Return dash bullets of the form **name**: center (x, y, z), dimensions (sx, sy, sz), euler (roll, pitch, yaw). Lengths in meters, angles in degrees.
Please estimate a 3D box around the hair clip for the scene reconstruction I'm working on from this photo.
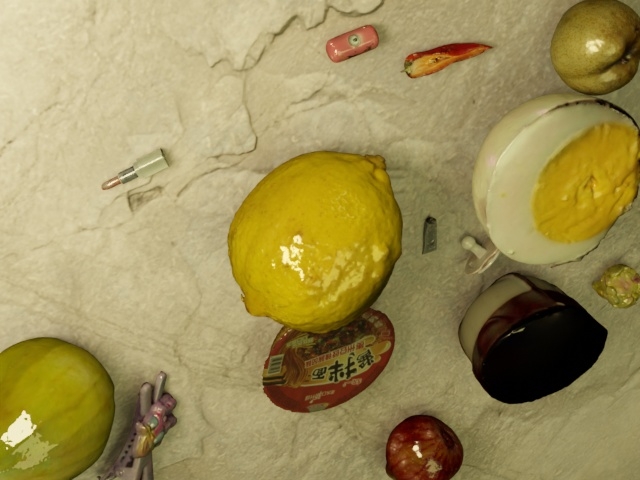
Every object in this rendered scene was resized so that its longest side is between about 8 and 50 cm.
- **hair clip**: center (-0.324, 0.369, 1.709), dimensions (0.137, 0.090, 0.278), euler (-29, 151, -58)

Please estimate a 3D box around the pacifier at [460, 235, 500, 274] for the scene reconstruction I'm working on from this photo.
- **pacifier**: center (0.307, 0.020, 1.795), dimensions (0.078, 0.081, 0.099), euler (38, 103, -15)

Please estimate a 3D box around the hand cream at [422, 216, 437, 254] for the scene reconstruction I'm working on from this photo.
- **hand cream**: center (0.209, -0.008, 1.747), dimensions (0.030, 0.019, 0.093), euler (-19, 135, -13)

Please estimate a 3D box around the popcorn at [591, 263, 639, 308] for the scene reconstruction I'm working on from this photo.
- **popcorn**: center (0.666, 0.100, 2.048), dimensions (0.109, 0.089, 0.097), euler (-23, 99, -23)

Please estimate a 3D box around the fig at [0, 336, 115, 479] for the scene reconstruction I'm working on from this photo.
- **fig**: center (-0.455, 0.285, 1.447), dimensions (0.271, 0.239, 0.239), euler (-43, 157, -57)

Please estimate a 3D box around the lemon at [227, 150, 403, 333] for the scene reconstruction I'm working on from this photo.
- **lemon**: center (0.000, 0.000, 1.468), dimensions (0.322, 0.268, 0.268), euler (-41, 135, -2)

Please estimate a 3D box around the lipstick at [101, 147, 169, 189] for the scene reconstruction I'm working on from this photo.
- **lipstick**: center (-0.282, -0.102, 1.392), dimensions (0.107, 0.025, 0.025), euler (-26, 134, 1)

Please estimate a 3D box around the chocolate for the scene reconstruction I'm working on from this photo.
- **chocolate**: center (0.416, 0.183, 1.902), dimensions (0.283, 0.186, 0.284), euler (-11, 135, -11)

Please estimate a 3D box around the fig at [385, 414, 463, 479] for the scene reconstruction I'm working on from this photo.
- **fig**: center (0.205, 0.487, 2.060), dimensions (0.207, 0.175, 0.175), euler (-31, 138, 25)

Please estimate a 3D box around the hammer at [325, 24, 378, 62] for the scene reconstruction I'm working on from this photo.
- **hammer**: center (0.049, -0.300, 1.404), dimensions (0.083, 0.043, 0.043), euler (-22, 133, -10)

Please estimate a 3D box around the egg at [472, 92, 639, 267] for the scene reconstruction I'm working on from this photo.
- **egg**: center (0.390, -0.130, 1.622), dimensions (0.337, 0.201, 0.337), euler (-11, 124, -16)

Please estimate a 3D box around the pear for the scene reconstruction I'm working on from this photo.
- **pear**: center (0.469, -0.324, 1.552), dimensions (0.167, 0.136, 0.167), euler (-24, 129, -33)

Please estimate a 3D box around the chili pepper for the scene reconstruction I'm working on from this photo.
- **chili pepper**: center (0.203, -0.301, 1.500), dimensions (0.178, 0.027, 0.045), euler (-18, 137, -15)

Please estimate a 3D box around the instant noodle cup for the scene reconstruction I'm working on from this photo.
- **instant noodle cup**: center (0.001, 0.201, 1.748), dimensions (0.274, 0.091, 0.274), euler (-15, 131, -18)
